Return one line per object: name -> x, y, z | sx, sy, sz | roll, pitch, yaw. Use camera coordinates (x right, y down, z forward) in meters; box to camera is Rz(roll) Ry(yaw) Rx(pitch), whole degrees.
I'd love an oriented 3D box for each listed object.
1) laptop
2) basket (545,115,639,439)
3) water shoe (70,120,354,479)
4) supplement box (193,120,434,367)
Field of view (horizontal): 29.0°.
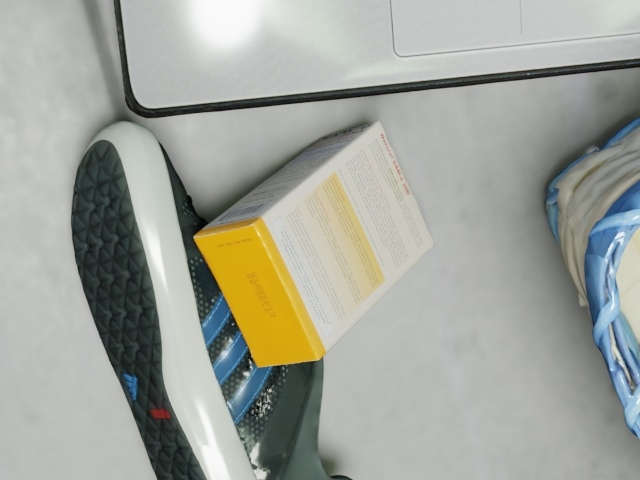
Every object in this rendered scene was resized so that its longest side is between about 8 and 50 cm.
laptop -> 0.106, -0.250, 0.404 | 0.381, 0.236, 0.408 | -7, 103, -9
basket -> 0.213, 0.041, 0.454 | 0.201, 0.289, 0.255 | -30, 110, 5
water shoe -> -0.045, 0.042, 0.533 | 0.080, 0.073, 0.203 | -23, 105, -34
supplement box -> 0.000, 0.000, 0.510 | 0.098, 0.036, 0.062 | -40, 111, -46
